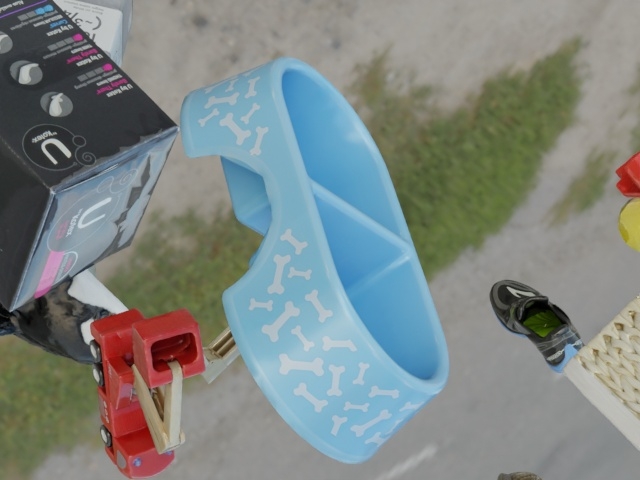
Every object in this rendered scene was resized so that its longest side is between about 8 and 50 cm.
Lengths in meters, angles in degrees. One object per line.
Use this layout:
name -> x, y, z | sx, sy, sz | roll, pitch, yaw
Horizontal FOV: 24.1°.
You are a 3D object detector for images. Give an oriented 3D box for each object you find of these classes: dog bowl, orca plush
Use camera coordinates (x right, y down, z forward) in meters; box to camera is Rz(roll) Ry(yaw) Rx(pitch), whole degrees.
dog bowl -> 0.000, 0.000, 1.001 | 0.074, 0.297, 0.166 | -33, 143, 22
orca plush -> -0.307, 0.036, 1.399 | 0.151, 0.287, 0.102 | -30, -162, 51

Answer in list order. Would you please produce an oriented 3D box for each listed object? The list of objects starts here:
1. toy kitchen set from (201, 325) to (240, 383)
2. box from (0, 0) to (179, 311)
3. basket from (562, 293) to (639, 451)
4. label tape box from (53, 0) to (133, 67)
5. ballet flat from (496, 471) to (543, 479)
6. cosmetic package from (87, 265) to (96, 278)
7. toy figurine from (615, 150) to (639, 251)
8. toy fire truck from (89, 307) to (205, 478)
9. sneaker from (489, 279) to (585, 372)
toy kitchen set -> -0.150, 0.119, 1.891 | 0.075, 0.068, 0.083 | -43, 144, -14
box -> -0.273, -0.106, 1.244 | 0.143, 0.270, 0.165 | -33, 161, -41
basket -> 0.315, 0.139, 1.311 | 0.103, 0.167, 0.113 | -50, 141, 10
label tape box -> -0.366, -0.202, 1.770 | 0.106, 0.240, 0.334 | 104, -5, -52
ballet flat -> 0.169, 0.312, 1.231 | 0.084, 0.058, 0.250 | 103, -7, -63
cosmetic package -> -0.410, -0.021, 1.883 | 0.224, 0.138, 0.224 | -9, 109, -5
toy figurine -> 0.326, 0.028, 0.634 | 0.217, 0.362, 0.191 | -44, -172, -10
toy fire truck -> -0.137, 0.124, 1.197 | 0.047, 0.135, 0.192 | -17, 123, -25
sneaker -> 0.261, 0.089, 1.814 | 0.067, 0.188, 0.078 | -30, 120, -7
